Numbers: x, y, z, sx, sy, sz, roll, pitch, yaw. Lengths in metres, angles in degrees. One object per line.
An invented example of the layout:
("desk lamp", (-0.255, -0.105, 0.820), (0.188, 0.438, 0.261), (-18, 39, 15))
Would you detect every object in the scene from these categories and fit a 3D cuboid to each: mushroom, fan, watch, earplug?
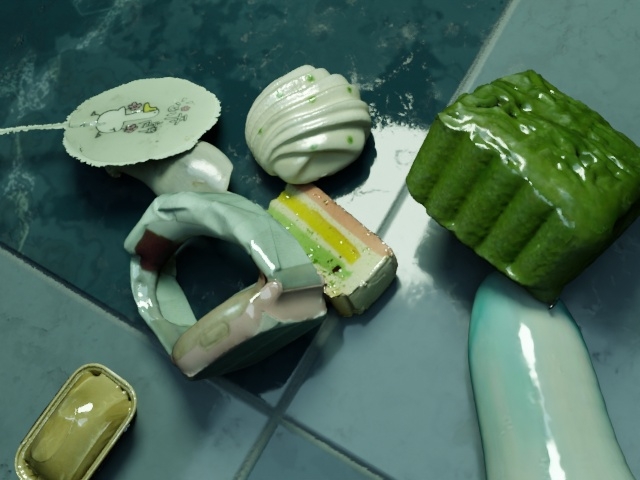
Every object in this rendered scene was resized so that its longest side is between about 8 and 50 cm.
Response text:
("mushroom", (-0.224, -0.108, 1.122), (0.225, 0.093, 0.116), (28, 99, 11))
("fan", (-0.351, -0.173, 1.147), (0.414, 0.012, 0.233), (-4, 41, 5))
("watch", (-0.137, 0.042, 1.008), (0.253, 0.161, 0.241), (-35, 71, 31))
("earplug", (0.254, 0.184, 0.925), (0.184, 0.185, 0.324), (-11, 63, 5))

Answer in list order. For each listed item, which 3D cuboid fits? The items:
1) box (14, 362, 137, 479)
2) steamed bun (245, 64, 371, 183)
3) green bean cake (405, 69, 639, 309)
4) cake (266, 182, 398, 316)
("box", (-0.315, 0.253, 1.012), (0.111, 0.111, 0.177), (31, 79, 17))
("steamed bun", (-0.021, -0.173, 1.094), (0.182, 0.106, 0.183), (-3, 63, 6))
("green bean cake", (0.264, -0.078, 0.948), (0.247, 0.156, 0.249), (43, 40, 18))
("cake", (0.008, 0.011, 1.076), (0.109, 0.090, 0.225), (-45, 53, -6))
